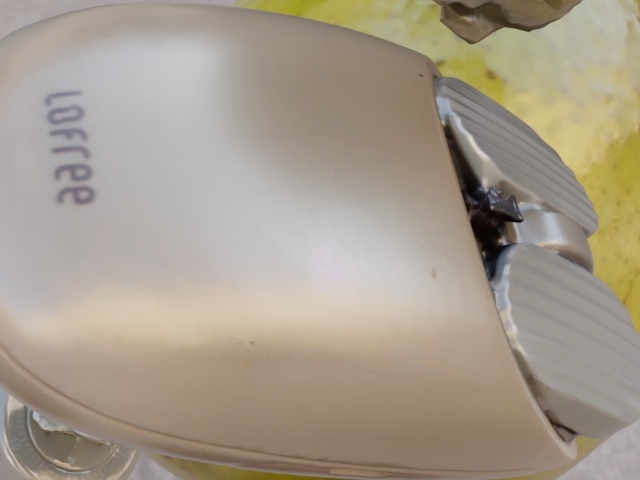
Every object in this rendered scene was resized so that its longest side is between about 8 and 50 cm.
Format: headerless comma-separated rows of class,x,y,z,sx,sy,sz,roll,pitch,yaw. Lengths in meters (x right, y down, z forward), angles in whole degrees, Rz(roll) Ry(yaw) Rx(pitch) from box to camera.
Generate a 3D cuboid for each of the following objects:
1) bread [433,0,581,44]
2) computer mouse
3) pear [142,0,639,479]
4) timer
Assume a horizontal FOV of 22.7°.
bread,0.110,-0.254,0.561,0.183,0.388,0.236,30,38,-19
computer mouse,0.000,0.000,0.484,0.236,0.082,0.145,11,50,-31
pear,0.062,-0.010,0.978,0.418,0.362,0.362,-52,47,2
timer,-0.202,0.154,1.451,0.175,0.175,0.266,-46,11,-35
